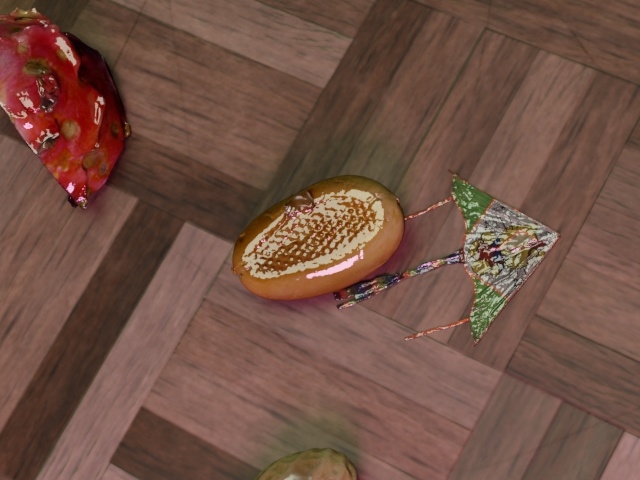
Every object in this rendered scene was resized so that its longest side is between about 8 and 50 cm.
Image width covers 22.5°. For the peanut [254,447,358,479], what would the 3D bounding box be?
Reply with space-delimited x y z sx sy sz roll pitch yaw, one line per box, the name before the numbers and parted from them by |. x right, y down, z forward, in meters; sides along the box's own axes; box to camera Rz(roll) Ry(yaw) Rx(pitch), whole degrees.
peanut | -0.046 0.275 1.568 0.194 0.083 0.093 -41 63 0

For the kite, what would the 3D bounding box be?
kite | 0.127 0.020 1.656 0.244 0.006 0.198 -15 66 12

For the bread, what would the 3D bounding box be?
bread | 0.000 0.000 1.668 0.189 0.077 0.114 -23 82 13

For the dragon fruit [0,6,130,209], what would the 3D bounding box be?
dragon fruit | -0.307 -0.178 1.789 0.126 0.161 0.274 -38 61 3
